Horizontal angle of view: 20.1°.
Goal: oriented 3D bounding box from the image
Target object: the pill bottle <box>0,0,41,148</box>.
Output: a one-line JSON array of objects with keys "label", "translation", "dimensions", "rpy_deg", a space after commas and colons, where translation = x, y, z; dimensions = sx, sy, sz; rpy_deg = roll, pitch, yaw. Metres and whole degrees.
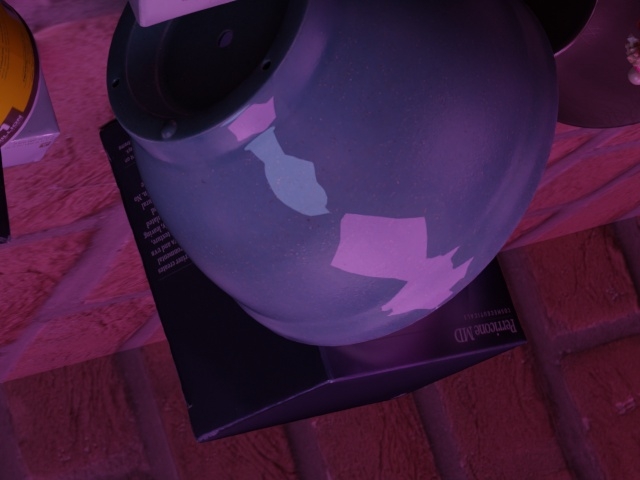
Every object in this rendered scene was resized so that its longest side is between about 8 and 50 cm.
[{"label": "pill bottle", "translation": [-0.251, -0.115, 1.060], "dimensions": [0.117, 0.117, 0.215], "rpy_deg": [-19, 170, 8]}]

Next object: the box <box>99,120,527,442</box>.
[{"label": "box", "translation": [0.000, 0.000, 1.629], "dimensions": [0.183, 0.294, 0.296], "rpy_deg": [-26, 168, 39]}]

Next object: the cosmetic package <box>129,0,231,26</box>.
[{"label": "cosmetic package", "translation": [0.067, -0.237, 0.843], "dimensions": [0.365, 0.155, 0.197], "rpy_deg": [-17, 171, -9]}]

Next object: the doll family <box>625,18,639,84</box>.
[{"label": "doll family", "translation": [0.302, -0.193, 1.141], "dimensions": [0.263, 0.118, 0.163], "rpy_deg": [-24, 155, 29]}]

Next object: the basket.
[{"label": "basket", "translation": [0.201, -0.181, 1.428], "dimensions": [0.204, 0.154, 0.227], "rpy_deg": [-11, 170, 26]}]

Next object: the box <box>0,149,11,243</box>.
[{"label": "box", "translation": [-0.284, -0.029, 0.768], "dimensions": [0.216, 0.060, 0.270], "rpy_deg": [-10, 169, 11]}]

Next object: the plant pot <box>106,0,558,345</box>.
[{"label": "plant pot", "translation": [-0.017, -0.100, 1.208], "dimensions": [0.293, 0.293, 0.196], "rpy_deg": [-24, 143, 30]}]

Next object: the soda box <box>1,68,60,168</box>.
[{"label": "soda box", "translation": [-0.302, -0.079, 1.290], "dimensions": [0.216, 0.074, 0.069], "rpy_deg": [-13, 169, -25]}]
